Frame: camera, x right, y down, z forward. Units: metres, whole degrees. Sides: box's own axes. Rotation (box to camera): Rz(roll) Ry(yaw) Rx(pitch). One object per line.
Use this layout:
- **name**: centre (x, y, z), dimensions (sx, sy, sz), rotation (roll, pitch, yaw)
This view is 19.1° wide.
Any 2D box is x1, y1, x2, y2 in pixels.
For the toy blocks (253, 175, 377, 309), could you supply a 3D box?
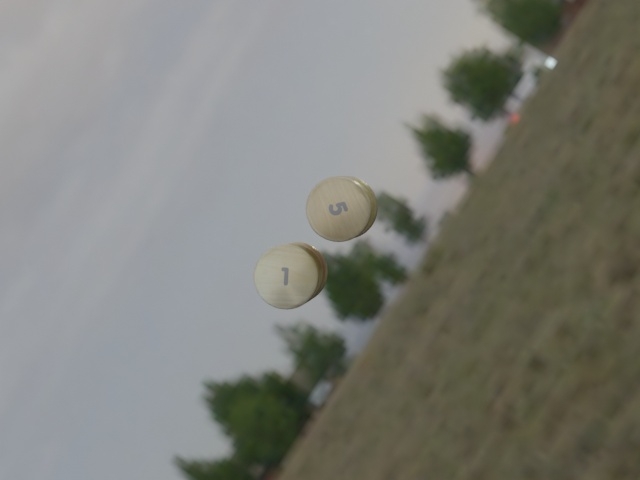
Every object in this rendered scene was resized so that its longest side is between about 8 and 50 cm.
- **toy blocks**: centre (0.000, 0.000, 1.580), dimensions (0.123, 0.054, 0.148), rotation (-52, -3, 4)
